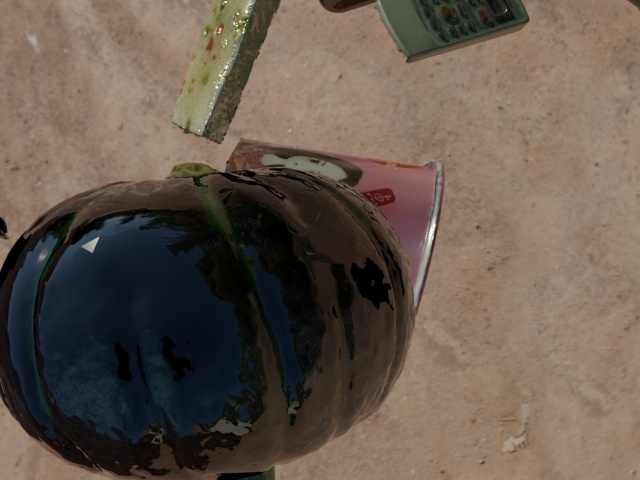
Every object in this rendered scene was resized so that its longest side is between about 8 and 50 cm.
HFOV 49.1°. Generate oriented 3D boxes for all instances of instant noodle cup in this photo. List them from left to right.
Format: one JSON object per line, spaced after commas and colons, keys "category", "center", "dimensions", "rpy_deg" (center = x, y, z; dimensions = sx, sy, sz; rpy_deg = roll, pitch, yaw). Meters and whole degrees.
{"category": "instant noodle cup", "center": [0.000, 0.000, 0.797], "dimensions": [0.231, 0.243, 0.242], "rpy_deg": [14, 92, 1]}

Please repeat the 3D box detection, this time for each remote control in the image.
{"category": "remote control", "center": [0.224, -0.381, 1.178], "dimensions": [0.123, 0.286, 0.038], "rpy_deg": [64, 152, 10]}

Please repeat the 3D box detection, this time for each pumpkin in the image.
{"category": "pumpkin", "center": [-0.064, 0.075, 0.429], "dimensions": [0.248, 0.248, 0.247], "rpy_deg": [-6, 80, 34]}

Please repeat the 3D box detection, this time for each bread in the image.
{"category": "bread", "center": [-0.072, -0.151, 0.544], "dimensions": [0.068, 0.028, 0.153], "rpy_deg": [29, 98, 49]}

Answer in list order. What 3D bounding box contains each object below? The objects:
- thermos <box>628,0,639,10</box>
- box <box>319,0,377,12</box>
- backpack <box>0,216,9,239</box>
{"category": "thermos", "center": [0.506, -0.450, 1.177], "dimensions": [0.083, 0.188, 0.073], "rpy_deg": [-64, 13, -9]}
{"category": "box", "center": [0.053, -0.649, 1.355], "dimensions": [0.240, 0.339, 0.229], "rpy_deg": [-13, 57, 18]}
{"category": "backpack", "center": [-0.368, -0.029, 0.611], "dimensions": [0.105, 0.165, 0.120], "rpy_deg": [-55, 12, -11]}
